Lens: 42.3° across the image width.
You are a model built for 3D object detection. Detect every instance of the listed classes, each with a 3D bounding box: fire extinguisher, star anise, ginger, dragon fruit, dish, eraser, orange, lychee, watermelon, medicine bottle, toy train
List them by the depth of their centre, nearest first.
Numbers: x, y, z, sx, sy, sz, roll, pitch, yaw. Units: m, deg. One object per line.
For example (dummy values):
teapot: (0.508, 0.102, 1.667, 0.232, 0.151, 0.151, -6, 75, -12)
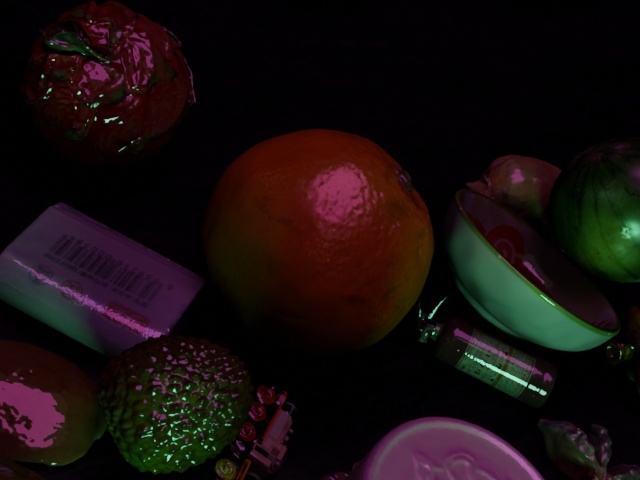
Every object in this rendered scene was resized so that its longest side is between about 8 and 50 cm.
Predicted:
medicine bottle: (0.067, 0.325, 0.759, 0.202, 0.316, 0.202, 15, 45, -15)
lychee: (-0.157, 0.181, 0.920, 0.171, 0.171, 0.171, 15, 41, -13)
toy train: (-0.091, 0.266, 0.955, 0.085, 0.053, 0.250, 33, 39, -5)
eraser: (-0.277, 0.058, 1.058, 0.227, 0.081, 0.174, 27, 36, 2)
orange: (0.000, 0.000, 1.100, 0.312, 0.312, 0.312, 15, 41, -13)
star anise: (0.387, 0.330, 1.128, 0.171, 0.063, 0.208, 20, 40, -10)
fire extinguisher: (0.236, 0.153, 1.215, 0.231, 0.099, 0.071, 28, 13, 1)
dragon fruit: (-0.304, -0.228, 1.234, 0.244, 0.244, 0.299, 40, 26, 16)
dish: (0.303, 0.069, 1.300, 0.324, 0.124, 0.324, 33, 21, -14)
watermelon: (0.501, -0.050, 1.357, 0.242, 0.242, 0.242, 15, 41, -13)
ginger: (0.383, -0.073, 1.509, 0.267, 0.138, 0.152, 24, 44, -11)

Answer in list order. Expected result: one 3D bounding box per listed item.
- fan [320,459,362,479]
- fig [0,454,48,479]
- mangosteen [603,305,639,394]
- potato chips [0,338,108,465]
fan: (0.022, 0.343, 0.962, 0.226, 0.008, 0.152, -9, 53, -35)
fig: (-0.287, 0.265, 0.720, 0.233, 0.233, 0.314, 14, 36, -14)
mangosteen: (0.579, 0.157, 1.311, 0.265, 0.228, 0.228, -12, 45, 3)
potato chips: (-0.335, 0.173, 0.928, 0.201, 0.049, 0.150, 30, 45, -4)
